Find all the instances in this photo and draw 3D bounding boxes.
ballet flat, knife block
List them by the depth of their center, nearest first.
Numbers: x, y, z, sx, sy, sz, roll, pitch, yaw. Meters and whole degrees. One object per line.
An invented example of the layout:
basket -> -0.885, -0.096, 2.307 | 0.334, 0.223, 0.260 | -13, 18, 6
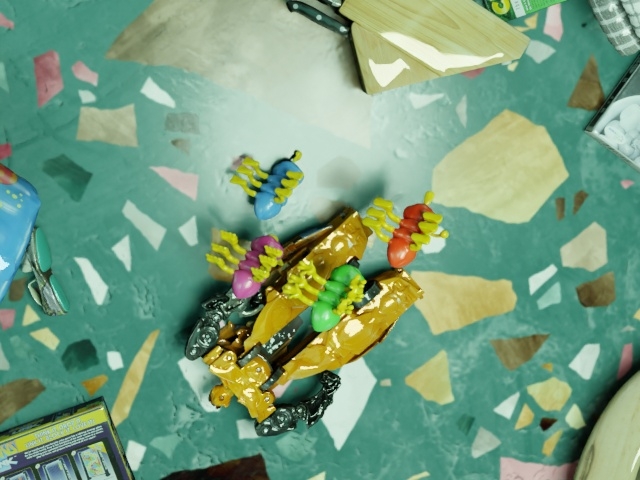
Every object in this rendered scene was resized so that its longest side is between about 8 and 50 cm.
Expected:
knife block -> 0.089, -0.304, 1.519 | 0.275, 0.088, 0.242 | -13, 101, 0
ballet flat -> -0.342, 0.041, 1.556 | 0.041, 0.041, 0.114 | -19, 102, -5

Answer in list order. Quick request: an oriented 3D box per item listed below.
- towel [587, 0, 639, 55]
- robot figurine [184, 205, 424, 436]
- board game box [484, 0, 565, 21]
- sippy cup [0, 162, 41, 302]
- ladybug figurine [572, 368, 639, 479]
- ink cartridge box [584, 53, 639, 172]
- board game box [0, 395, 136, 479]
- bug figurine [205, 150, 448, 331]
towel -> 0.404, -0.384, 1.491 | 0.283, 0.121, 0.235 | -40, 111, -23
robot figurine -> -0.025, 0.106, 1.590 | 0.291, 0.085, 0.211 | -40, 103, 0
board game box -> 0.224, -0.399, 1.525 | 0.136, 0.030, 0.260 | -15, 106, 29
sippy cup -> -0.401, -0.019, 1.228 | 0.224, 0.240, 0.305 | 26, 93, -17
ladybug figurine -> 0.472, 0.330, 1.652 | 0.305, 0.162, 0.449 | 19, 94, 0
ink cartridge box -> 0.479, -0.166, 1.634 | 0.206, 0.045, 0.208 | 34, 93, -12
board game box -> -0.328, 0.291, 1.599 | 0.170, 0.048, 0.141 | -19, 101, -4
bug figurine -> 0.000, 0.000, 1.494 | 0.216, 0.279, 0.072 | -54, 147, -26
